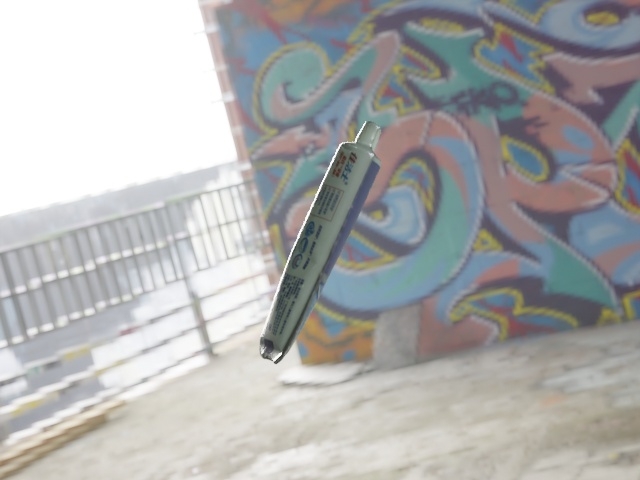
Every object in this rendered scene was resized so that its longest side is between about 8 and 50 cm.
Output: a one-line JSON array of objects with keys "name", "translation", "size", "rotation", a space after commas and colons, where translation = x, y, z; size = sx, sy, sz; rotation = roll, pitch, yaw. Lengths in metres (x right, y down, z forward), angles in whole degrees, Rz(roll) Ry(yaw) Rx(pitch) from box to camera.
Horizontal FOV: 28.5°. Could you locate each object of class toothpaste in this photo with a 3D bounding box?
[{"name": "toothpaste", "translation": [0.001, 0.000, 1.290], "size": [0.069, 0.268, 0.047], "rotation": [20, -8, 42]}]
